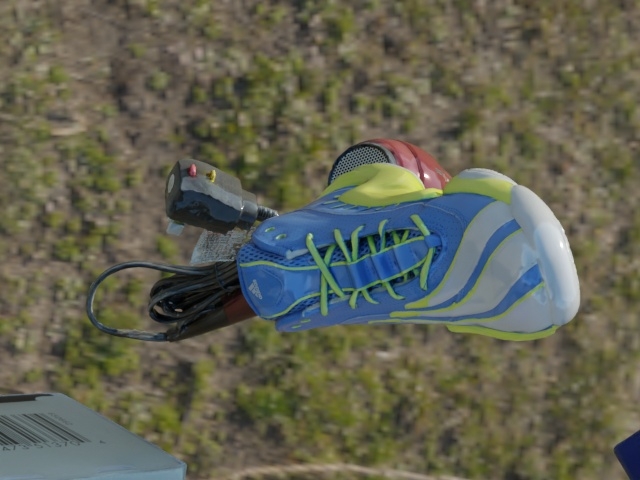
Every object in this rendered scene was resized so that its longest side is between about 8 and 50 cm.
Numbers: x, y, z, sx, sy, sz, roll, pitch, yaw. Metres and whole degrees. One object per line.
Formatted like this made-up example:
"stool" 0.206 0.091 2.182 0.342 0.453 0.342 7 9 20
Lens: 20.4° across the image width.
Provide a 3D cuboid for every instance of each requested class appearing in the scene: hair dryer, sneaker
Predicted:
"hair dryer" 0.000 0.000 1.220 0.294 0.223 0.080 4 64 -20
"sneaker" 0.034 0.021 0.931 0.126 0.240 0.091 -24 104 -19

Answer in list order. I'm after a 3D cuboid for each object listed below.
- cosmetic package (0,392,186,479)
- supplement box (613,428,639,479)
"cosmetic package" -0.184 0.241 0.935 0.153 0.129 0.296 2 103 -42
"supplement box" 0.415 0.147 1.172 0.356 0.194 0.195 -36 135 14
